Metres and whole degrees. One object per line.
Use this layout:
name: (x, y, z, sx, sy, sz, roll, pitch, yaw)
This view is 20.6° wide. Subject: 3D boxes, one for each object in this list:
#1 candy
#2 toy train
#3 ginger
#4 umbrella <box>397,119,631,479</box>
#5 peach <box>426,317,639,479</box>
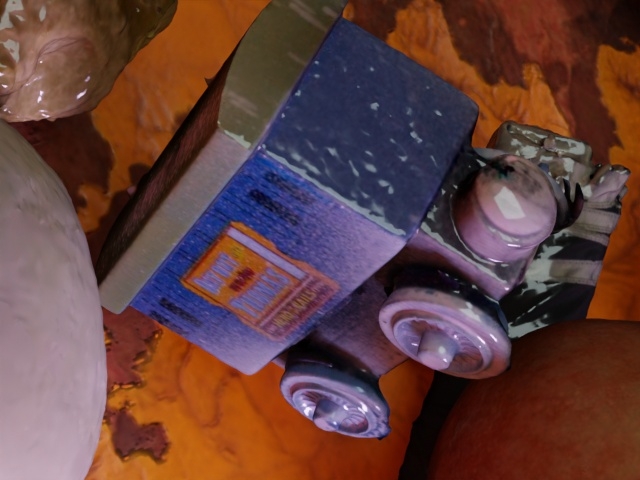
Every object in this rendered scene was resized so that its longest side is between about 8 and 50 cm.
candy: (-0.233, 0.036, 0.864, 0.295, 0.185, 0.295, 13, 64, -29)
toy train: (0.000, 0.000, 0.945, 0.202, 0.300, 0.131, 32, 62, -8)
ginger: (-0.205, -0.183, 0.980, 0.270, 0.123, 0.219, 47, 34, -4)
umbrella: (0.098, 0.097, 1.097, 0.113, 0.106, 0.357, 22, 72, -12)
peach: (0.174, 0.149, 0.928, 0.252, 0.252, 0.252, 9, 70, -27)
